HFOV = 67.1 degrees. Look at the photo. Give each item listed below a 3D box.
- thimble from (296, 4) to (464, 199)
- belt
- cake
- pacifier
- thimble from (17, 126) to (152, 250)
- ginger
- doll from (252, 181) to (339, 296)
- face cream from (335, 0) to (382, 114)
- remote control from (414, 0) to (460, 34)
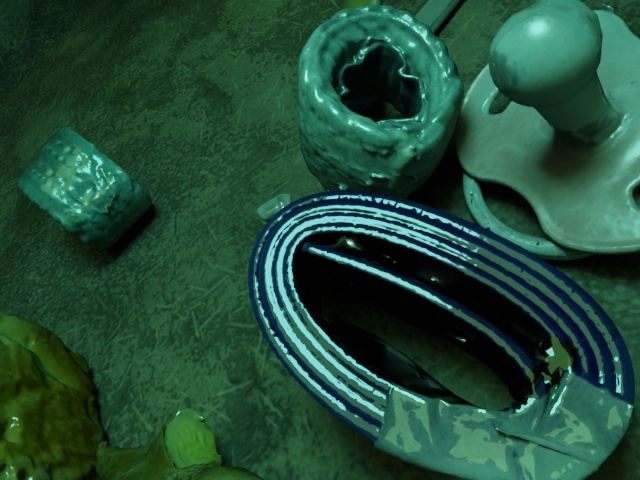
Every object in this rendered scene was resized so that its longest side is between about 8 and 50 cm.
[{"bbox_3d":[0.070,-0.163,0.634,0.204,0.172,0.251,-8,66,-7],"label":"thimble"},{"bbox_3d":[0.089,0.085,0.456,0.346,0.117,0.213,28,75,24],"label":"belt"},{"bbox_3d":[-0.462,0.277,0.565,0.306,0.293,0.314,-36,40,-2],"label":"cake"},{"bbox_3d":[0.272,-0.134,0.512,0.220,0.273,0.332,-25,46,-11],"label":"pacifier"},{"bbox_3d":[-0.427,-0.090,0.882,0.235,0.198,0.143,25,73,46],"label":"thimble"},{"bbox_3d":[-0.164,0.291,0.504,0.270,0.123,0.219,2,73,53],"label":"ginger"},{"bbox_3d":[0.000,0.000,0.651,0.183,0.085,0.217,-19,41,2],"label":"doll"},{"bbox_3d":[0.059,-0.332,0.862,0.139,0.067,0.285,-39,37,44],"label":"face cream"},{"bbox_3d":[0.189,-0.387,0.876,0.067,0.029,0.261,19,66,47],"label":"remote control"}]
